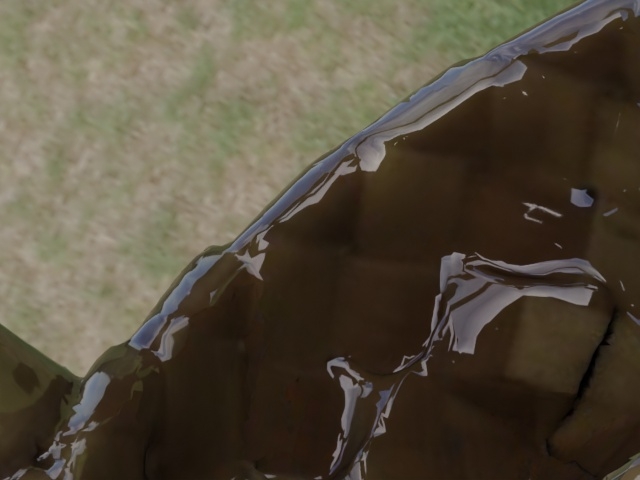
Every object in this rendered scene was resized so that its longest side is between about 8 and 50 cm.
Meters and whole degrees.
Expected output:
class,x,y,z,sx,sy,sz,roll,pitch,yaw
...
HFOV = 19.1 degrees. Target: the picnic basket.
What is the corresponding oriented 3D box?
class,x,y,z,sx,sy,sz,roll,pitch,yaw
picnic basket,0.000,0.000,0.427,0.293,0.337,0.337,-24,62,40
